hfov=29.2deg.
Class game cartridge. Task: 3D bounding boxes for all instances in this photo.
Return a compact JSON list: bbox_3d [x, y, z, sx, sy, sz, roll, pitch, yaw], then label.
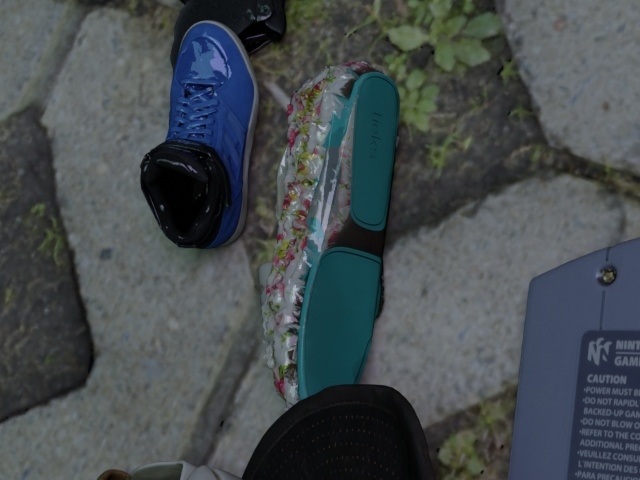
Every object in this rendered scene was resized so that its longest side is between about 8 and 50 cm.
[{"bbox_3d":[0.232,0.088,0.655,0.297,0.062,0.198,-4,70,49],"label":"game cartridge"}]

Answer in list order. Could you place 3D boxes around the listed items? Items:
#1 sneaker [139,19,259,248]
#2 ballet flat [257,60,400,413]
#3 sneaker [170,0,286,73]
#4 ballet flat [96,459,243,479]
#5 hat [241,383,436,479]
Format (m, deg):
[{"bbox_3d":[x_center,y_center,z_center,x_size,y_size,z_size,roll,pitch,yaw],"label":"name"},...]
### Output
[{"bbox_3d":[-0.079,-0.069,0.799,0.058,0.084,0.152,4,95,14],"label":"sneaker"},{"bbox_3d":[0.000,0.000,0.799,0.077,0.091,0.241,-2,70,43],"label":"ballet flat"},{"bbox_3d":[-0.039,-0.176,0.854,0.170,0.051,0.089,-31,73,9],"label":"sneaker"},{"bbox_3d":[-0.082,0.163,0.721,0.232,0.080,0.073,-11,53,51],"label":"ballet flat"},{"bbox_3d":[0.050,0.248,0.669,0.134,0.331,0.331,10,77,-24],"label":"hat"}]
